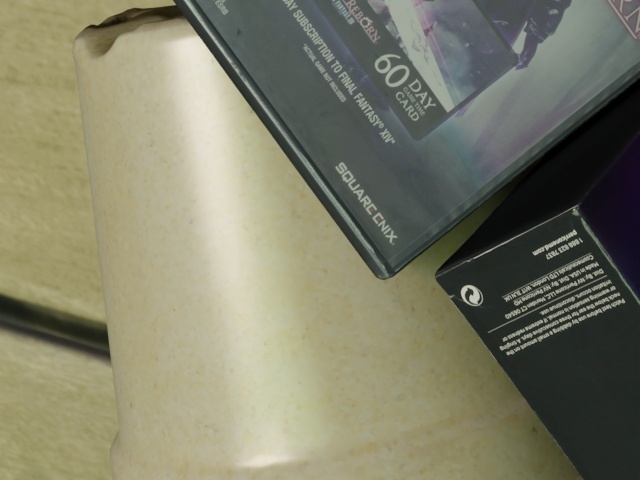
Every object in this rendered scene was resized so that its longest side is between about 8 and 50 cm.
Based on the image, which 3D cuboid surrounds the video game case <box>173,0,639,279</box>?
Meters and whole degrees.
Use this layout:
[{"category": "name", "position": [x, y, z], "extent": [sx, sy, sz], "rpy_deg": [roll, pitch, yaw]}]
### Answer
[{"category": "video game case", "position": [0.079, -0.139, 1.016], "extent": [0.196, 0.274, 0.026], "rpy_deg": [54, 166, -7]}]

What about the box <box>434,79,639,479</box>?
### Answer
[{"category": "box", "position": [0.200, 0.012, 1.019], "extent": [0.103, 0.261, 0.184], "rpy_deg": [-27, 102, 42]}]

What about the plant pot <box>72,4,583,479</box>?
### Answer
[{"category": "plant pot", "position": [0.000, 0.000, 1.140], "extent": [0.334, 0.334, 0.305], "rpy_deg": [-4, 104, 36]}]
